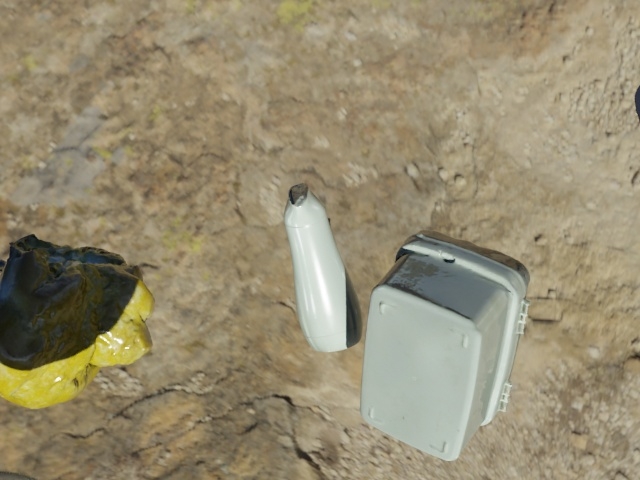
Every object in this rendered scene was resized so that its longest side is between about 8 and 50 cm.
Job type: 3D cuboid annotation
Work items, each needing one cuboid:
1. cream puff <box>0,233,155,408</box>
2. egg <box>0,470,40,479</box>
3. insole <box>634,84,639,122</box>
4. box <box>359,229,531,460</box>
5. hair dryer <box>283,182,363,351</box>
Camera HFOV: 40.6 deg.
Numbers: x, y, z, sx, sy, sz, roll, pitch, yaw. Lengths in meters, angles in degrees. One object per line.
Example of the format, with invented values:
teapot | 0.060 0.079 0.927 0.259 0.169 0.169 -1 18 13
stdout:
cream puff | -0.412 0.145 1.391 0.270 0.323 0.274 24 93 -16
egg | -0.324 0.302 0.822 0.271 0.206 0.161 3 60 12
insole | 0.478 -0.103 1.075 0.005 0.086 0.253 -19 64 -34
box | 0.124 0.108 0.888 0.148 0.210 0.129 21 38 24
hair dryer | 0.000 0.000 1.081 0.075 0.206 0.237 -11 23 6
